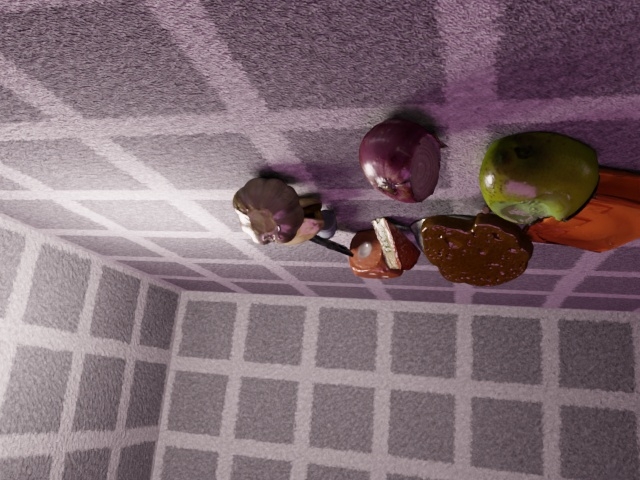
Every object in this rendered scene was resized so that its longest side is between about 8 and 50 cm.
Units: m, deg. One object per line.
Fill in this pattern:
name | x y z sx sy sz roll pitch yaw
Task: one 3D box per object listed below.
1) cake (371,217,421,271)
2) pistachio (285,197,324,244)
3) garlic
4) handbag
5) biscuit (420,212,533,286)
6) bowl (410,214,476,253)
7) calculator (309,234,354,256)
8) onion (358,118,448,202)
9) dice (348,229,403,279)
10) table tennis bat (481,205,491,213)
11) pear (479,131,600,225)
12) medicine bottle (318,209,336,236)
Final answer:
cake | 0.260 0.026 2.018 0.220 0.116 0.086 39 156 -30
pistachio | -0.078 -0.069 1.849 0.157 0.157 0.229 19 153 -41
garlic | -0.157 -0.097 1.715 0.228 0.227 0.152 3 -152 8
handbag | 0.794 -0.079 1.601 0.304 0.116 0.410 10 164 -6
biscuit | 0.493 0.027 1.797 0.381 0.074 0.359 34 141 -20
bowl | 0.477 0.023 2.008 0.313 0.146 0.313 6 165 2
calculator | 0.000 0.000 2.106 0.262 0.021 0.161 21 -173 -14
onion | 0.178 -0.189 1.297 0.201 0.200 0.207 -3 176 28
dice | 0.227 0.060 2.173 0.175 0.173 0.179 -9 158 40
table tennis bat | 0.502 -0.150 1.625 0.170 0.119 0.107 -19 167 -43
pear | 0.510 -0.149 1.352 0.292 0.159 0.292 7 163 2
medicine bottle | 0.019 -0.051 2.002 0.084 0.083 0.203 5 170 2
